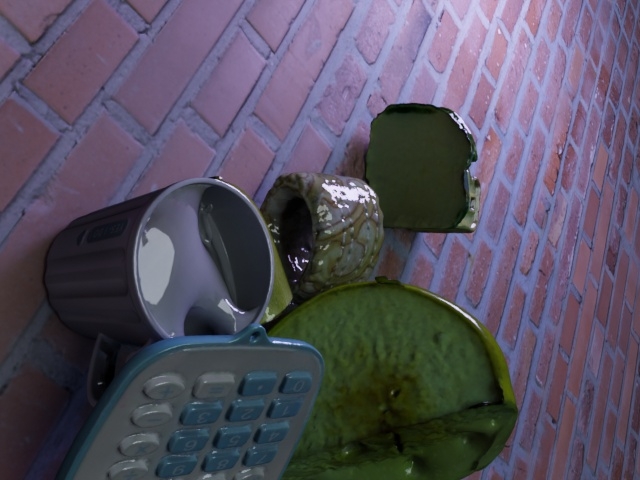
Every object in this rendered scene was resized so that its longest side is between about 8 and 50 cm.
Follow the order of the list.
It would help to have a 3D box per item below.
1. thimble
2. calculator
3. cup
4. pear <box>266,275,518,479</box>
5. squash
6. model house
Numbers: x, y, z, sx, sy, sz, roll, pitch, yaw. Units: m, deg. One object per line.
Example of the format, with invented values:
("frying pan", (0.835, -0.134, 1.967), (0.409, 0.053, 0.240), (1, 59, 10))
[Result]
("thimble", (0.000, 0.000, 0.947), (0.143, 0.137, 0.191), (-3, 102, -50))
("calculator", (-0.141, 0.235, 0.668), (0.256, 0.054, 0.386), (9, 118, -41))
("cup", (-0.188, 0.046, 0.682), (0.221, 0.202, 0.167), (-45, 117, -41))
("pear", (0.083, 0.215, 0.907), (0.318, 0.342, 0.239), (57, 18, -53))
("squash", (-0.110, 0.011, 0.837), (0.123, 0.123, 0.187), (-28, 106, -46))
("model house", (0.205, -0.118, 1.154), (0.189, 0.195, 0.214), (7, 82, -55))
